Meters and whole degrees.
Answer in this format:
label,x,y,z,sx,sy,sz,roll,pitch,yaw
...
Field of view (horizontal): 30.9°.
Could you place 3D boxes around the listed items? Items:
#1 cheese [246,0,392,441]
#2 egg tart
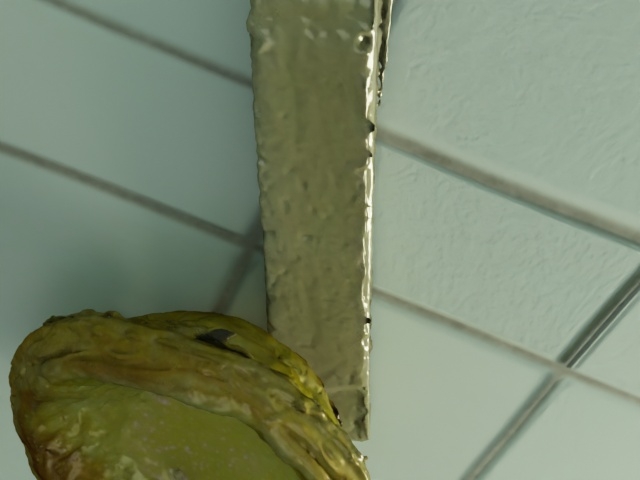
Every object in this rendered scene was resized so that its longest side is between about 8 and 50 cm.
label,x,y,z,sx,sy,sz,roll,pitch,yaw
cheese,-0.002,0.001,0.772,0.085,0.034,0.400,4,131,4
egg tart,-0.082,0.143,0.826,0.294,0.123,0.294,15,131,18
